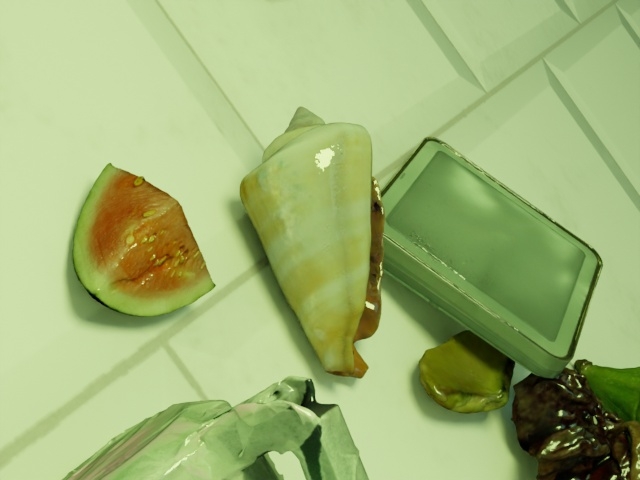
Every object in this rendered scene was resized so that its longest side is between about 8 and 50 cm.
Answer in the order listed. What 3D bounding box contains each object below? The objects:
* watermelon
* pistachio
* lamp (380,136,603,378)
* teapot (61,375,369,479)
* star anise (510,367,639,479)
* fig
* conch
[{"bbox_3d":[-0.144,-0.012,0.864,0.125,0.094,0.135,-6,62,-44],"label":"watermelon"},{"bbox_3d":[0.153,0.147,1.132,0.089,0.049,0.173,42,31,21],"label":"pistachio"},{"bbox_3d":[0.185,0.009,1.218,0.266,0.047,0.269,35,34,4],"label":"lamp"},{"bbox_3d":[-0.061,0.193,0.691,0.178,0.222,0.163,57,-1,-6],"label":"teapot"},{"bbox_3d":[0.289,0.229,1.163,0.220,0.126,0.190,60,10,1],"label":"star anise"},{"bbox_3d":[0.418,0.225,1.331,0.235,0.203,0.203,15,36,10],"label":"fig"},{"bbox_3d":[-0.011,-0.001,1.022,0.158,0.127,0.255,44,46,-72],"label":"conch"}]
